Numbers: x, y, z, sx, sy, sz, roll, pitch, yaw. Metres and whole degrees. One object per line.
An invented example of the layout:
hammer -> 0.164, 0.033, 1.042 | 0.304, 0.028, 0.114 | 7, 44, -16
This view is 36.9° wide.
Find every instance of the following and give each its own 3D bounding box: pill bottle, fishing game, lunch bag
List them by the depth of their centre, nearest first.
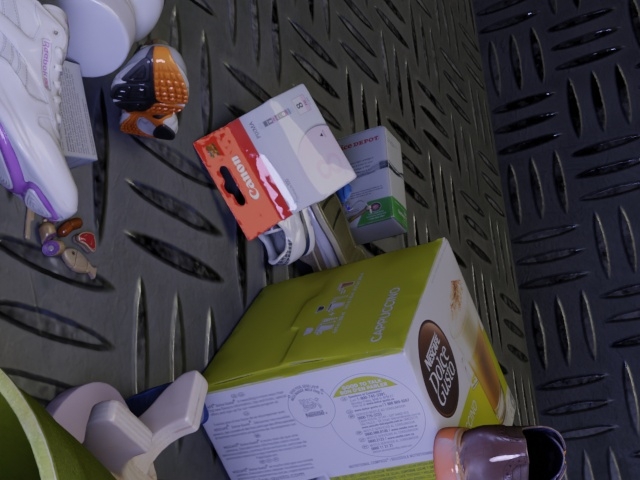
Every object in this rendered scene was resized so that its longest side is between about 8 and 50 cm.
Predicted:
lunch bag -> -0.190, 0.214, 1.217 | 0.065, 0.098, 0.067 | -6, 76, -68
pill bottle -> -0.282, -0.367, 1.269 | 0.176, 0.176, 0.319 | 53, 33, -40
fishing game -> -0.005, -0.147, 1.777 | 0.264, 0.041, 0.189 | 59, -17, -4

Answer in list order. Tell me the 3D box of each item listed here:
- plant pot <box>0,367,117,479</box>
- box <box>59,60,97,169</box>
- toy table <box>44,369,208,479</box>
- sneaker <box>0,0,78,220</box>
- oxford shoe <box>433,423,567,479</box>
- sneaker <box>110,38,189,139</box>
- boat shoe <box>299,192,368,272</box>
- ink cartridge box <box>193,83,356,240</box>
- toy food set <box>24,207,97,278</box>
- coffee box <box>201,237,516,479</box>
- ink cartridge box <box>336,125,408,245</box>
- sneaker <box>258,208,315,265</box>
plant pot -> -0.276, 0.292, 0.752 | 0.353, 0.366, 0.367 | 55, 29, -61
box -> -0.343, -0.150, 1.137 | 0.137, 0.072, 0.126 | 3, 74, -65
toy table -> -0.217, 0.270, 1.057 | 0.252, 0.160, 0.274 | 46, 36, -47
sneaker -> -0.310, -0.172, 1.015 | 0.152, 0.114, 0.305 | -26, 92, -32
oxford shoe -> 0.279, 0.315, 1.300 | 0.363, 0.132, 0.130 | 24, 56, -58
sneaker -> -0.224, -0.224, 1.271 | 0.262, 0.099, 0.121 | 146, -50, -72
boat shoe -> 0.000, 0.000, 1.739 | 0.302, 0.103, 0.113 | 64, 25, -11
ink cartridge box -> -0.069, -0.133, 1.587 | 0.232, 0.066, 0.189 | -35, 98, -43
toy food set -> -0.312, -0.008, 1.183 | 0.122, 0.019, 0.078 | 37, 44, -53
coffee box -> 0.067, 0.243, 1.456 | 0.334, 0.338, 0.338 | 66, 26, -18
ink cartridge box -> 0.087, -0.107, 1.928 | 0.087, 0.153, 0.208 | 37, 45, -54
sneaker -> -0.082, -0.074, 1.642 | 0.094, 0.090, 0.235 | -22, 93, -51
